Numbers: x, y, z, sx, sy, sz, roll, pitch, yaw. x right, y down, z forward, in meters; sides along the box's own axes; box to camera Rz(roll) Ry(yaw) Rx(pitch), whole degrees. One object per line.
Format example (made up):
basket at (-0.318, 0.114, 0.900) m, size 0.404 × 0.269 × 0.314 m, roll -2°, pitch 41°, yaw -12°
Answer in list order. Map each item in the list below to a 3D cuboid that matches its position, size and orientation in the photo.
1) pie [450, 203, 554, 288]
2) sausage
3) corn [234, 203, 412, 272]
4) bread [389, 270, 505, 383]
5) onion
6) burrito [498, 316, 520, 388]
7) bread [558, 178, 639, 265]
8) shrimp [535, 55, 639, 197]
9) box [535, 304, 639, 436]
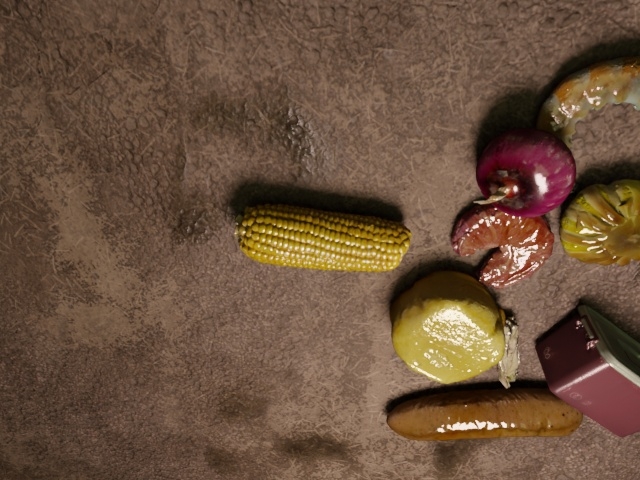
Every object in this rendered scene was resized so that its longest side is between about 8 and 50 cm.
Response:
pie at (0.402, 0.008, 0.929) m, size 0.219 × 0.054 × 0.204 m, roll 37°, pitch 115°, yaw -12°
sausage at (0.426, 0.465, 1.122) m, size 0.502 × 0.123 × 0.136 m, roll -8°, pitch 145°, yaw 10°
corn at (0.000, 0.000, 0.923) m, size 0.388 × 0.144 × 0.143 m, roll 9°, pitch 117°, yaw 3°
bread at (0.295, 0.205, 0.988) m, size 0.270 × 0.148 × 0.269 m, roll 7°, pitch 119°, yaw 13°
onion at (0.386, -0.127, 0.799) m, size 0.178 × 0.153 × 0.177 m, roll 13°, pitch 121°, yaw 23°
burrito at (0.469, 0.269, 1.054) m, size 0.063 × 0.058 × 0.229 m, roll -9°, pitch 113°, yaw 16°
bread at (0.606, -0.026, 0.856) m, size 0.214 × 0.104 × 0.213 m, roll 0°, pitch 126°, yaw 0°
shrimp at (0.507, -0.223, 0.794) m, size 0.186 × 0.068 × 0.286 m, roll 22°, pitch 119°, yaw -3°
box at (0.669, 0.315, 0.983) m, size 0.294 × 0.193 × 0.167 m, roll 33°, pitch 121°, yaw -10°
